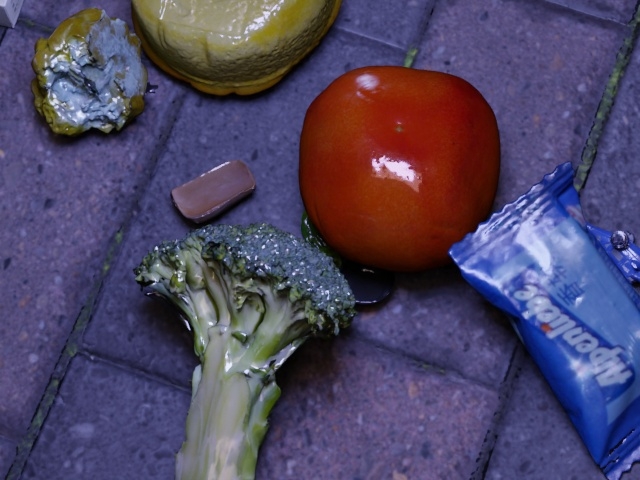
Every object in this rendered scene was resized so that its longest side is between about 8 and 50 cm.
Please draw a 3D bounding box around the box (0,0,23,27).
[{"bbox_3d":[-0.437,-0.411,2.122,0.164,0.069,0.256,12,72,6],"label":"box"}]

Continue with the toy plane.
[{"bbox_3d":[0.329,0.001,1.967,0.167,0.054,0.062,44,104,14],"label":"toy plane"}]

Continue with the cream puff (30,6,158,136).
[{"bbox_3d":[-0.289,-0.202,2.017,0.156,0.156,0.121,-5,40,1],"label":"cream puff"}]

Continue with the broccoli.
[{"bbox_3d":[-0.071,0.157,1.859,0.252,0.221,0.361,-11,82,6],"label":"broccoli"}]

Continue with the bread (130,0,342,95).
[{"bbox_3d":[-0.108,-0.317,2.039,0.270,0.148,0.269,-2,71,6],"label":"bread"}]

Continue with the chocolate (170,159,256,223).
[{"bbox_3d":[-0.127,-0.056,2.011,0.101,0.031,0.064,-31,55,-12],"label":"chocolate"}]

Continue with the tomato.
[{"bbox_3d":[0.089,-0.090,1.933,0.260,0.180,0.259,0,63,0],"label":"tomato"}]

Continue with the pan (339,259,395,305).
[{"bbox_3d":[0.055,0.029,1.979,0.068,0.023,0.115,1,60,3],"label":"pan"}]

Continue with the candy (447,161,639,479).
[{"bbox_3d":[0.305,0.092,1.891,0.187,0.077,0.331,-38,93,-10],"label":"candy"}]

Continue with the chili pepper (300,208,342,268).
[{"bbox_3d":[-0.001,0.000,1.991,0.030,0.034,0.091,-7,65,-33],"label":"chili pepper"}]
